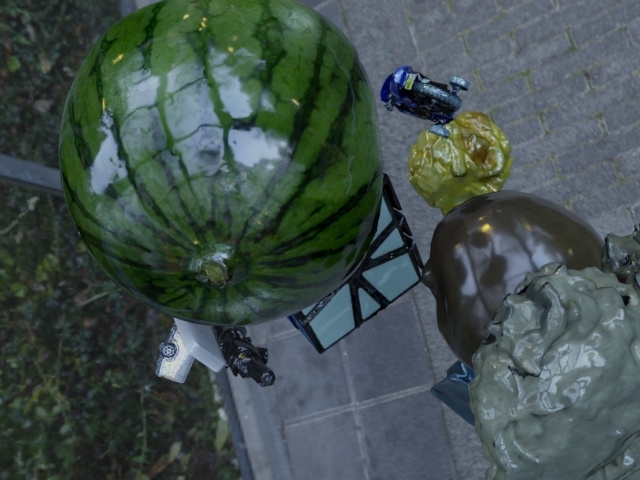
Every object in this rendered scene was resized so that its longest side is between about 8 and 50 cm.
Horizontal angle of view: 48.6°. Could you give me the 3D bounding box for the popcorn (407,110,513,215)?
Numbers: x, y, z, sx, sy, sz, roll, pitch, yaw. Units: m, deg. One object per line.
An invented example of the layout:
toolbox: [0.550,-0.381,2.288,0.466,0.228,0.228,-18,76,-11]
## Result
popcorn: [0.324,-0.169,1.630,0.249,0.249,0.225,-35,55,23]

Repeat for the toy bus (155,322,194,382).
toy bus: [-0.380,0.266,2.005,0.268,0.106,0.092,-67,18,-10]

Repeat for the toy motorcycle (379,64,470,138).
toy motorcycle: [0.191,-0.280,1.376,0.168,0.315,0.113,24,96,6]

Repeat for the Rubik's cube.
Rubik's cube: [0.000,0.000,1.451,0.293,0.289,0.283,-34,34,-14]

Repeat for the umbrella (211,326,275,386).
umbrella: [-0.177,0.254,1.578,0.340,0.118,0.118,19,92,64]

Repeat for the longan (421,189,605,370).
longan: [0.293,0.066,1.049,0.297,0.297,0.298,-7,78,32]

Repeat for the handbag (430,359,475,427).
handbag: [0.325,0.325,1.442,0.179,0.229,0.062,39,74,12]

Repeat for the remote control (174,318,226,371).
remote control: [-0.269,0.174,1.497,0.034,0.103,0.250,-42,39,4]

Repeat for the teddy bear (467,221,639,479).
teddy bear: [0.246,0.113,0.645,0.224,0.367,0.358,23,85,52]

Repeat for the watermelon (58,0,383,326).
watermelon: [-0.097,-0.048,0.634,0.331,0.330,0.189,-46,18,18]
